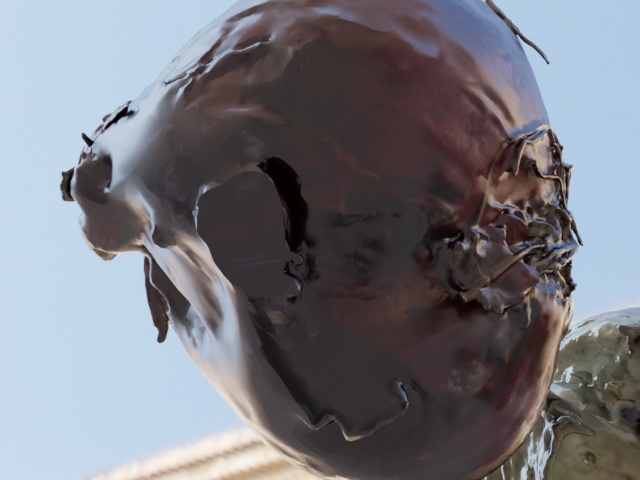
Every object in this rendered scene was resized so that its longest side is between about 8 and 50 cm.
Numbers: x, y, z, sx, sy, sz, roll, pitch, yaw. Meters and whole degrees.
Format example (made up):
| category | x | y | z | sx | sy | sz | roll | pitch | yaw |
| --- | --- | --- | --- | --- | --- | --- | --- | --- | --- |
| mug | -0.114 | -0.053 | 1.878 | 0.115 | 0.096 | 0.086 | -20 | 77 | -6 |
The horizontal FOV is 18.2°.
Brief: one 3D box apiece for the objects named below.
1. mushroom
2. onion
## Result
| category | x | y | z | sx | sy | sz | roll | pitch | yaw |
| --- | --- | --- | --- | --- | --- | --- | --- | --- | --- |
| mushroom | 0.198 | 0.157 | 1.295 | 0.189 | 0.164 | 0.267 | 4 | -73 | -14 |
| onion | 0.020 | -0.001 | 1.016 | 0.281 | 0.221 | 0.281 | 3 | -78 | 14 |
